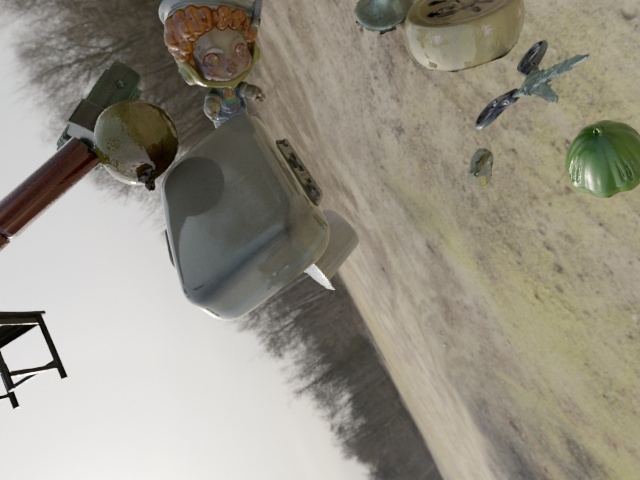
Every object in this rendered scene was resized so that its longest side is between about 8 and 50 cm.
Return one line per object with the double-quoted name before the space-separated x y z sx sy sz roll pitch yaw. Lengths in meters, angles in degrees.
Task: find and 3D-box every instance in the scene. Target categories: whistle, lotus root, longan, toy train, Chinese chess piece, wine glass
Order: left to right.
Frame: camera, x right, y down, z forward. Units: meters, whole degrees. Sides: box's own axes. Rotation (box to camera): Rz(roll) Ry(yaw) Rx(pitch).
"toy train" -0.610 -0.366 1.220 0.138 0.331 0.178 29 150 -28
"longan" -0.326 -0.168 0.774 0.176 0.145 0.155 64 164 15
"wine glass" 0.153 -0.711 1.047 0.191 0.190 0.357 59 178 26
"Chinese chess piece" 0.318 -0.484 0.960 0.257 0.257 0.104 58 174 47
"whistle" 0.409 -0.177 1.098 0.057 0.068 0.326 40 -166 14
"lotus root" 0.672 -0.221 1.020 0.186 0.186 0.186 60 178 4

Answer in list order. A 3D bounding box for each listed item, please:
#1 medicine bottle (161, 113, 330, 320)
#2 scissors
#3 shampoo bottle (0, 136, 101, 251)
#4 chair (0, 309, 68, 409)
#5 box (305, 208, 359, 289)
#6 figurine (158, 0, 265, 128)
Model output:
"medicine bottle" -0.149 -0.059 0.748 0.123 0.282 0.375 43 -168 -47
"scissors" 0.473 -0.349 0.961 0.029 0.256 0.383 33 -162 -7
"shampoo bottle" -0.519 -0.076 0.773 0.102 0.260 0.064 18 153 52
"chair" -0.616 0.179 0.795 0.260 0.141 0.154 59 -179 11
"box" 0.000 0.000 1.521 0.262 0.206 0.291 32 161 39
"figurine" -0.253 -0.390 1.005 0.205 0.224 0.382 46 139 45
